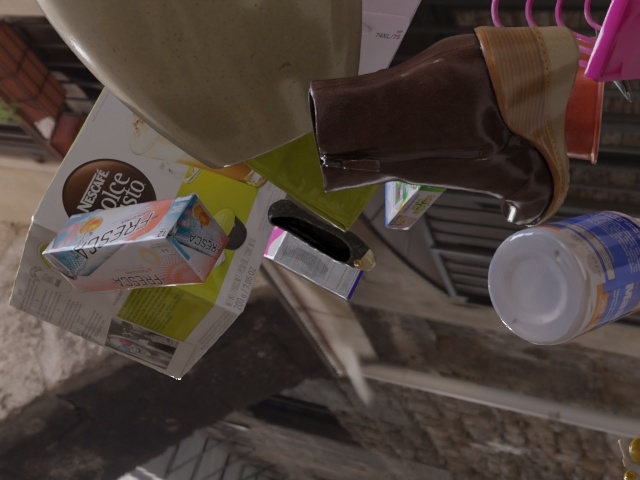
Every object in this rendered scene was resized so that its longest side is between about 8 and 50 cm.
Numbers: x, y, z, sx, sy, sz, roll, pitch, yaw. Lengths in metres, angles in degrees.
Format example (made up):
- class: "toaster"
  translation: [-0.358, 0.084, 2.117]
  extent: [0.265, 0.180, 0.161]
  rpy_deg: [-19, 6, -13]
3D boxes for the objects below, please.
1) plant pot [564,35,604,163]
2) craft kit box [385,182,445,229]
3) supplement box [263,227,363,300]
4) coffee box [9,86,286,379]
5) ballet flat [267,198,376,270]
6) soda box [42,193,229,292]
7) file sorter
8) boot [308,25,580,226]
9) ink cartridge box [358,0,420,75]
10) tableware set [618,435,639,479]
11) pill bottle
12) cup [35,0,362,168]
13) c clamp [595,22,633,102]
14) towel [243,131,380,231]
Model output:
- class: "plant pot"
  translation: [0.459, -0.304, 1.697]
  extent: [0.272, 0.264, 0.273]
  rpy_deg: [4, -90, -73]
- class: "craft kit box"
  translation: [0.181, -0.179, 1.510]
  extent: [0.247, 0.060, 0.250]
  rpy_deg: [118, 155, -68]
- class: "supplement box"
  translation: [-0.017, 0.037, 1.838]
  extent: [0.220, 0.111, 0.114]
  rpy_deg: [28, -95, -25]
- class: "coffee box"
  translation: [-0.283, -0.023, 1.343]
  extent: [0.338, 0.334, 0.338]
  rpy_deg: [-46, 22, 54]
- class: "ballet flat"
  translation: [0.000, 0.000, 1.135]
  extent: [0.057, 0.173, 0.049]
  rpy_deg: [-58, 5, 40]
- class: "soda box"
  translation: [-0.179, 0.006, 0.762]
  extent: [0.063, 0.183, 0.058]
  rpy_deg: [55, -136, -33]
- class: "file sorter"
  translation: [0.377, -0.325, 0.959]
  extent: [0.290, 0.182, 0.202]
  rpy_deg: [-12, -52, -38]
- class: "boot"
  translation: [0.102, -0.075, 0.676]
  extent: [0.248, 0.206, 0.090]
  rpy_deg: [73, -176, -57]
- class: "ink cartridge box"
  translation: [-0.009, -0.392, 1.252]
  extent: [0.198, 0.270, 0.197]
  rpy_deg: [-3, -40, -30]
- class: "tableware set"
  translation: [0.548, 0.349, 1.236]
  extent: [0.024, 0.154, 0.104]
  rpy_deg: [55, -154, -55]
- class: "pill bottle"
  translation: [0.366, 0.041, 1.082]
  extent: [0.271, 0.152, 0.153]
  rpy_deg: [-11, -71, -41]
- class: "cup"
  translation: [-0.086, -0.214, 0.809]
  extent: [0.331, 0.331, 0.237]
  rpy_deg: [-44, -67, -52]
- class: "c clamp"
  translation: [0.641, -0.379, 1.745]
  extent: [0.137, 0.022, 0.161]
  rpy_deg: [53, -163, -45]
- class: "towel"
  translation: [-0.036, -0.117, 0.987]
  extent: [0.102, 0.237, 0.021]
  rpy_deg: [-55, -1, -8]
